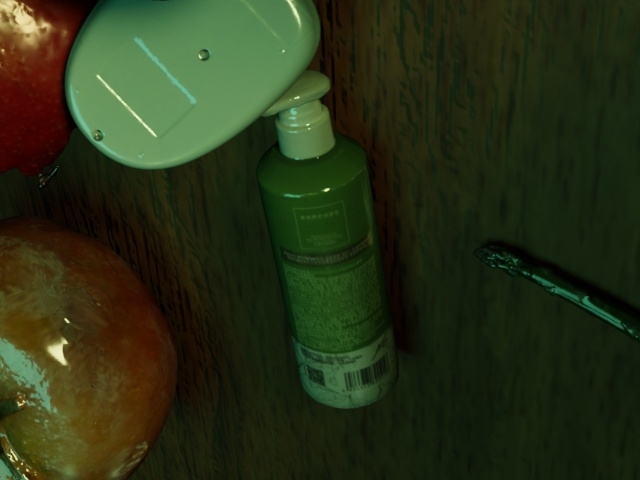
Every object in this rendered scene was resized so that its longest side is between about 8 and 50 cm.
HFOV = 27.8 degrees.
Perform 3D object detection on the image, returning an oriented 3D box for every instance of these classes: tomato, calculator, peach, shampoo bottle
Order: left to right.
[{"bbox_3d":[-0.194,-0.105,0.706,0.226,0.190,0.196,12,94,7],"label":"peach"},{"bbox_3d":[-0.191,0.076,0.888,0.214,0.181,0.155,45,138,-3],"label":"tomato"},{"bbox_3d":[-0.056,-0.099,0.623,0.095,0.153,0.021,47,-171,-10],"label":"calculator"},{"bbox_3d":[0.000,0.000,0.708,0.065,0.065,0.204,19,136,34],"label":"shampoo bottle"}]

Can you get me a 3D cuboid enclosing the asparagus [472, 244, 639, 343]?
[{"bbox_3d":[0.125,0.027,0.646,0.114,0.014,0.015,30,124,24],"label":"asparagus"}]
